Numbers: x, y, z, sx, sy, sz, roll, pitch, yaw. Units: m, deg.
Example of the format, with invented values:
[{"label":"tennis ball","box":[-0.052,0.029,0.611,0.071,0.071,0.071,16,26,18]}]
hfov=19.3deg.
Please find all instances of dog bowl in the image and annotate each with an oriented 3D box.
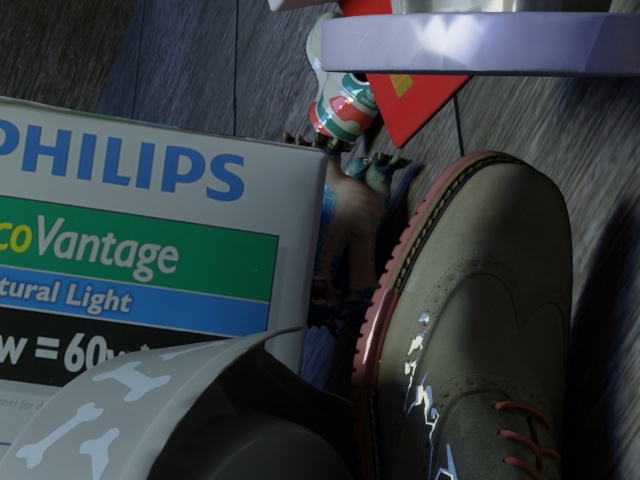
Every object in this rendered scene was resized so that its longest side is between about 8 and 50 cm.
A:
[{"label":"dog bowl","box":[-0.059,0.209,0.918,0.349,0.102,0.349,-10,-78,-62]}]

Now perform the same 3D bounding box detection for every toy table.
[{"label":"toy table","box":[0.090,-0.163,0.955,0.274,0.252,0.161,-167,77,-64]}]

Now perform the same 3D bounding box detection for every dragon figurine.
[{"label":"dragon figurine","box":[0.000,0.000,1.384,0.289,0.085,0.144,-169,95,-75]}]

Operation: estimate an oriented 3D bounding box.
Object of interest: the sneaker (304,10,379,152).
[{"label":"sneaker","box":[0.030,-0.143,1.519,0.075,0.057,0.161,-44,27,31]}]

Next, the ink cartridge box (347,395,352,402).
[{"label":"ink cartridge box","box":[-0.041,0.248,1.350,0.224,0.045,0.223,125,157,-51]}]

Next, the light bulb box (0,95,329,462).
[{"label":"light bulb box","box":[-0.152,0.115,1.235,0.358,0.225,0.361,163,115,-79]}]

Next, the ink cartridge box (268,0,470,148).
[{"label":"ink cartridge box","box":[0.039,-0.228,1.297,0.296,0.066,0.261,-45,60,62]}]

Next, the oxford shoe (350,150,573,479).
[{"label":"oxford shoe","box":[0.089,0.122,0.907,0.130,0.123,0.348,-8,70,55]}]
